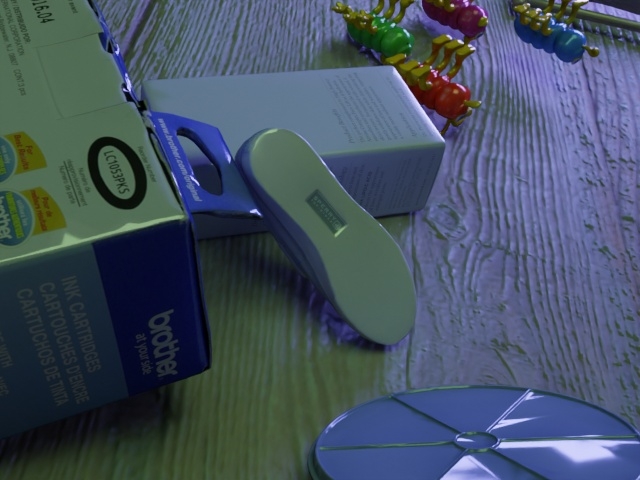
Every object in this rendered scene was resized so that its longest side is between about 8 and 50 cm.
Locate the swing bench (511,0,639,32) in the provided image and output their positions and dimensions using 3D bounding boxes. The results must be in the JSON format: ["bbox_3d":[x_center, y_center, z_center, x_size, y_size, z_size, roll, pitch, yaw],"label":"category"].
[{"bbox_3d":[0.387,-0.391,1.123,0.253,0.165,0.254,14,37,-1],"label":"swing bench"}]

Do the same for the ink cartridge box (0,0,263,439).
[{"bbox_3d":[-0.236,-0.019,0.511,0.396,0.151,0.270,-17,51,-16],"label":"ink cartridge box"}]

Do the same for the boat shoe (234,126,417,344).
[{"bbox_3d":[0.000,0.000,0.636,0.184,0.063,0.066,47,74,-15],"label":"boat shoe"}]

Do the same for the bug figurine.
[{"bbox_3d":[0.149,-0.213,0.928,0.279,0.072,0.216,-27,51,-31],"label":"bug figurine"}]

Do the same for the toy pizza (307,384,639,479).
[{"bbox_3d":[0.093,0.133,0.516,0.201,0.032,0.201,-3,10,1],"label":"toy pizza"}]

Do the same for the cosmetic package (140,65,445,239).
[{"bbox_3d":[-0.026,-0.077,0.726,0.231,0.085,0.117,-8,48,-20],"label":"cosmetic package"}]
